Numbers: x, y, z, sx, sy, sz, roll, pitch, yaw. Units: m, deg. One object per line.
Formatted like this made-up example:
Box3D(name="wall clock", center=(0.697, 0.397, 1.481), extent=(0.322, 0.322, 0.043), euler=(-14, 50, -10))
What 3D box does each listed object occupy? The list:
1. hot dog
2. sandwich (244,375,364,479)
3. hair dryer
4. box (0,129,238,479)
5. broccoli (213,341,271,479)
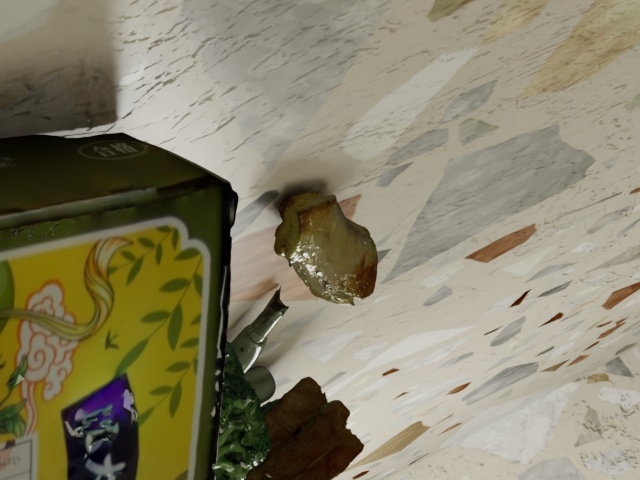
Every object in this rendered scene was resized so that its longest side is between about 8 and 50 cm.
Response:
Box3D(name="hot dog", center=(-0.001, 0.000, 1.197), extent=(0.078, 0.061, 0.169), euler=(-56, 145, -14))
Box3D(name="sandwich", center=(-0.134, 0.314, 1.651), extent=(0.325, 0.131, 0.262), euler=(-35, -179, 42))
Box3D(name="hair dryer", center=(-0.083, 0.148, 1.498), extent=(0.267, 0.092, 0.229), euler=(-44, 166, 16))
Box3D(name="box", center=(-0.258, 0.146, 0.784), extent=(0.420, 0.138, 0.373), euler=(-13, 118, -40))
Box3D(name="broccoli", center=(-0.168, 0.189, 1.150), extent=(0.269, 0.270, 0.270), euler=(-6, 138, -6))
